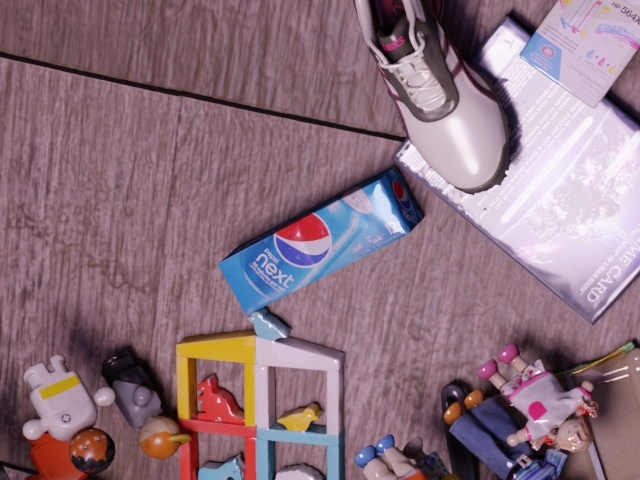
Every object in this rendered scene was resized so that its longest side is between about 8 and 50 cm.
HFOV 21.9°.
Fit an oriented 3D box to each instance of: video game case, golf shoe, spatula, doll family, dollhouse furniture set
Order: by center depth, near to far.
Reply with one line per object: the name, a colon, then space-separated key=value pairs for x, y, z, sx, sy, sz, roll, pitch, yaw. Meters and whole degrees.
golf shoe: x=0.096 y=-0.166 z=1.640 sx=0.105 sy=0.120 sz=0.272 roll=-26 pitch=88 yaw=24
doll family: x=0.174 y=0.239 z=1.682 sx=0.263 sy=0.118 sz=0.163 roll=-35 pitch=58 yaw=-12
video game case: x=0.236 y=-0.071 z=1.694 sx=0.274 sy=0.026 sz=0.196 roll=40 pitch=112 yaw=2
dollhouse furniture set: x=0.303 y=0.287 z=1.751 sx=0.198 sy=0.151 sz=0.301 roll=-20 pitch=70 yaw=15
spatula: x=0.158 y=0.295 z=1.816 sx=0.084 sy=0.030 sz=0.296 roll=0 pitch=105 yaw=25

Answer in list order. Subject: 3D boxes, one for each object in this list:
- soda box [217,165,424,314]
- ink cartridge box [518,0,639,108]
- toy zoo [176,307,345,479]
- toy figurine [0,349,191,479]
soda box: x=0.000 y=0.000 z=1.760 sx=0.210 sy=0.071 sz=0.067 roll=-28 pitch=96 yaw=22
ink cartridge box: x=0.269 y=-0.211 z=1.598 sx=0.092 sy=0.090 sz=0.143 roll=35 pitch=99 yaw=4
toy zoo: x=-0.067 y=0.216 z=1.864 sx=0.192 sy=0.030 sz=0.293 roll=4 pitch=106 yaw=16
toy figurine: x=-0.275 y=0.233 z=1.831 sx=0.209 sy=0.213 sz=0.148 roll=-39 pitch=70 yaw=20
